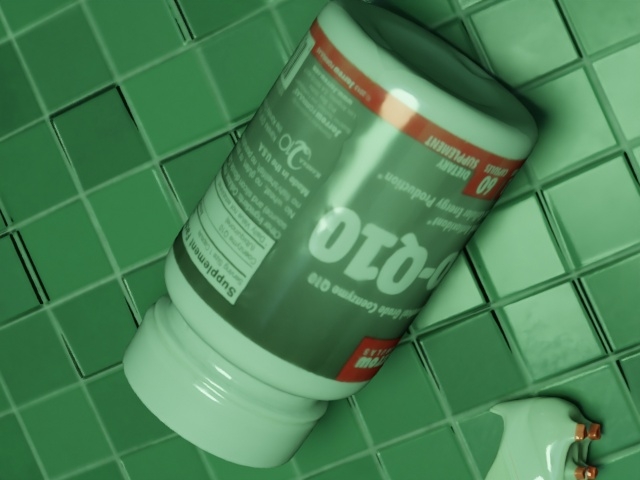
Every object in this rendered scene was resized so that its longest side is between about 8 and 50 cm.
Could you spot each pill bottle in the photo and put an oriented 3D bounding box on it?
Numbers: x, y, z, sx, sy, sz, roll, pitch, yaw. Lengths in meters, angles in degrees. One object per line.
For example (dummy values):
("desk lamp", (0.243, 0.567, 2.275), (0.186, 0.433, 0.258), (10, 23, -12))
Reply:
("pill bottle", (0.000, 0.000, 1.147), (0.161, 0.161, 0.283), (36, 108, 9))

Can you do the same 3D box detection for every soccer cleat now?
("soccer cleat", (0.140, 0.202, 1.178), (0.076, 0.068, 0.196), (3, 81, 29))
